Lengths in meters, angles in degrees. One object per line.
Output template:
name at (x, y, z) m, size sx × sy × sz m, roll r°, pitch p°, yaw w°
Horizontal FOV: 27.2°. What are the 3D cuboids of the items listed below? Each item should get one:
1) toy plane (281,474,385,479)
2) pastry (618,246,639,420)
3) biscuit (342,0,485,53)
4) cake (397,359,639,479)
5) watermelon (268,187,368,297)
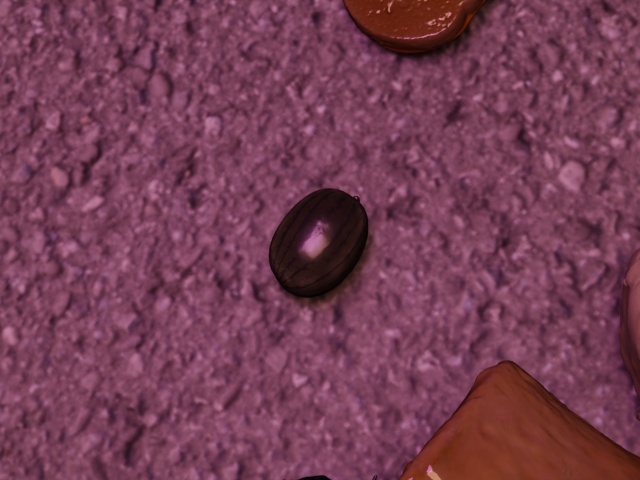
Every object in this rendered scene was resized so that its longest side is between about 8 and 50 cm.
toy plane at (-0.035, 0.286, 1.122) m, size 0.096 × 0.060 × 0.235 m, roll 31°, pitch 74°, yaw 0°
pastry at (0.372, 0.070, 1.106) m, size 0.264 × 0.133 × 0.265 m, roll -2°, pitch 72°, yaw 5°
biscuit at (0.092, -0.262, 1.280) m, size 0.170 × 0.050 × 0.170 m, roll -4°, pitch 70°, yaw 12°
cake at (0.160, 0.298, 0.966) m, size 0.321 × 0.332 × 0.332 m, roll 38°, pitch 80°, yaw 9°
watermelon at (0.000, 0.000, 1.193) m, size 0.078 × 0.078 × 0.111 m, roll 31°, pitch 78°, yaw 13°
